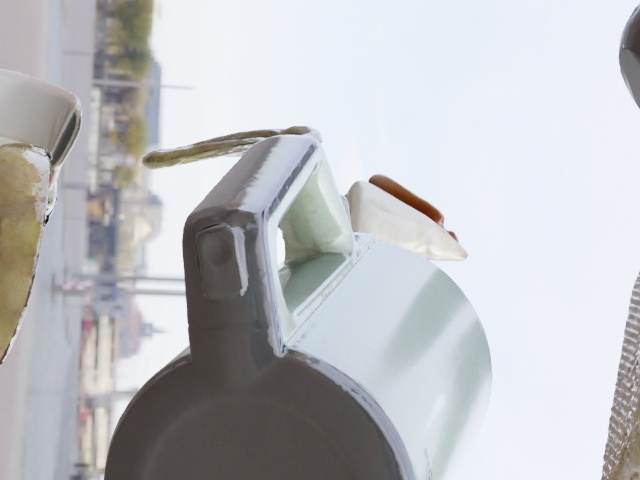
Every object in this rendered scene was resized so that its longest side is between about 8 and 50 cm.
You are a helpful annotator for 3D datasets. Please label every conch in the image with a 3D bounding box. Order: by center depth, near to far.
[{"bbox_3d":[0.092,-0.025,1.456,0.104,0.176,0.094,-89,-177,-74],"label":"conch"}]

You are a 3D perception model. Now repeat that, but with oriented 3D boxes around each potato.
[{"bbox_3d":[-0.394,0.004,1.389,0.239,0.116,0.299,-41,-139,39],"label":"potato"}]

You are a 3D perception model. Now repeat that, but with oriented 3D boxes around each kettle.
[{"bbox_3d":[-0.007,0.097,0.966,0.377,0.250,0.361,-35,123,-74],"label":"kettle"}]

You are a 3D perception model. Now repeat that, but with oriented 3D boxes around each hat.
[{"bbox_3d":[-0.443,-0.118,1.700,0.164,0.219,0.226,107,6,-53],"label":"hat"}]

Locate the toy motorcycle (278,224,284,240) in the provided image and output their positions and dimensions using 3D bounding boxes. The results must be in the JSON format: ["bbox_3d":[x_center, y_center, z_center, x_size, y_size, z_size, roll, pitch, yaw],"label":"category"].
[{"bbox_3d":[0.000,0.000,1.822,0.092,0.254,0.135,-40,-124,14],"label":"toy motorcycle"}]

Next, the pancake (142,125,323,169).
[{"bbox_3d":[-0.116,-0.124,1.627,0.250,0.250,0.031,-148,-131,-78],"label":"pancake"}]

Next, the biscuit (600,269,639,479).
[{"bbox_3d":[0.433,0.157,1.551,0.144,0.078,0.426,106,5,-47],"label":"biscuit"}]

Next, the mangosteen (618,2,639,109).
[{"bbox_3d":[0.594,-0.268,1.864,0.287,0.233,0.287,53,-6,8],"label":"mangosteen"}]
